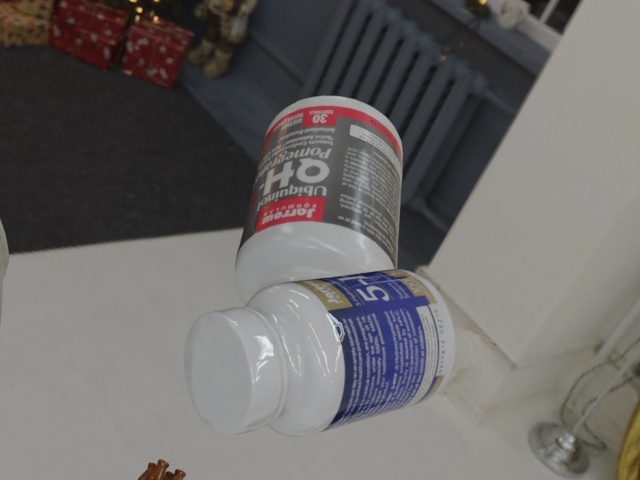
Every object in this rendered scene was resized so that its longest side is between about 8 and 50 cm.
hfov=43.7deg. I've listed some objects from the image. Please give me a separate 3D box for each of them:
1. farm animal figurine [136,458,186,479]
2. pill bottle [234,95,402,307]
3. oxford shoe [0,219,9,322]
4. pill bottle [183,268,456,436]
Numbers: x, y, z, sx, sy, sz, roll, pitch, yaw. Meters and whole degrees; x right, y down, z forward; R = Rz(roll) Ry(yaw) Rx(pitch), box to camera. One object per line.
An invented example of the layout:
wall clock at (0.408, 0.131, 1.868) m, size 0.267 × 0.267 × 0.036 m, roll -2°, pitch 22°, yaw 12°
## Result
farm animal figurine at (-0.155, 0.498, 1.243) m, size 0.330 × 0.327 × 0.172 m, roll 52°, pitch 49°, yaw -38°
pill bottle at (0.000, 0.000, 0.893) m, size 0.176 × 0.176 × 0.318 m, roll 18°, pitch 47°, yaw -12°
oxford shoe at (-0.367, 0.132, 0.741) m, size 0.169 × 0.449 × 0.130 m, roll 1°, pitch 0°, yaw 4°
pill bottle at (0.001, 0.083, 0.592) m, size 0.186 × 0.112 × 0.112 m, roll -5°, pitch 41°, yaw -41°
